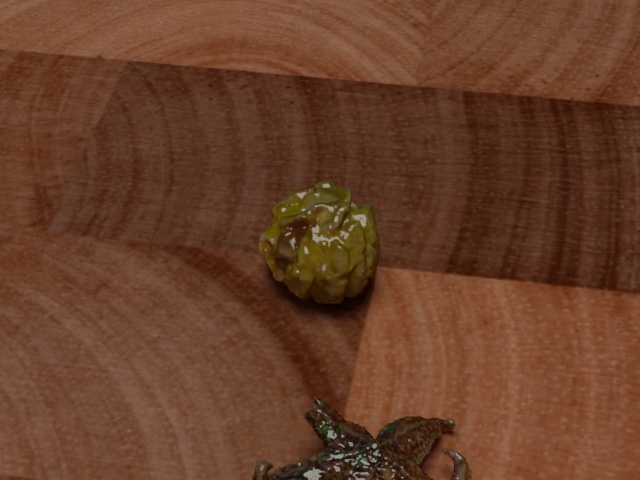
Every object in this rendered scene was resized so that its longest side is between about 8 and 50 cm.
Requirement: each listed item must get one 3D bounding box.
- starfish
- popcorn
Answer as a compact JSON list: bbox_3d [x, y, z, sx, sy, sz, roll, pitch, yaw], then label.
[{"bbox_3d":[0.041,0.186,1.387,0.150,0.053,0.209,42,40,20],"label":"starfish"},{"bbox_3d":[0.000,0.000,1.590,0.116,0.106,0.121,4,36,-11],"label":"popcorn"}]
